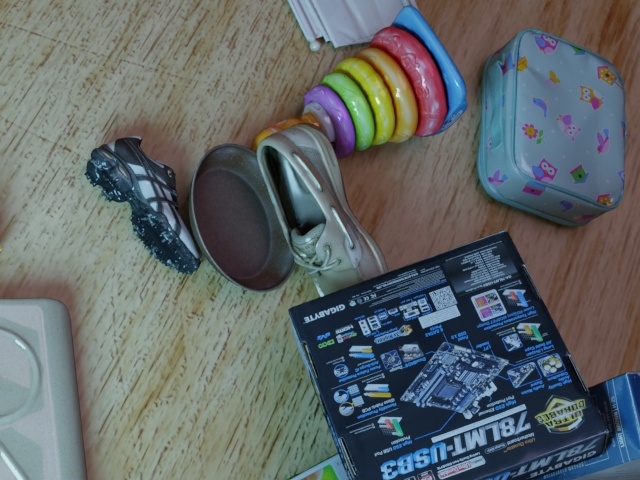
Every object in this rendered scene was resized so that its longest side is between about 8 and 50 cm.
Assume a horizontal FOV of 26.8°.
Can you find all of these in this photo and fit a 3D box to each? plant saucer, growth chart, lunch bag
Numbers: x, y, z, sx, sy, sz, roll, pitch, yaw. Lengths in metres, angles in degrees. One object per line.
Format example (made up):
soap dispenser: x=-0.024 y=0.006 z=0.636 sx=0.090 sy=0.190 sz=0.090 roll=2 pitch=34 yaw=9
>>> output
plant saucer: x=-0.105 y=-0.025 z=1.724 sx=0.198 sy=0.036 sz=0.199 roll=26 pitch=55 yaw=-44
growth chart: x=0.048 y=-0.358 z=1.989 sx=0.237 sy=0.021 sz=0.172 roll=-10 pitch=74 yaw=-32
lunch bag: x=0.344 y=-0.173 z=2.023 sx=0.224 sy=0.108 sz=0.279 roll=16 pitch=62 yaw=-19

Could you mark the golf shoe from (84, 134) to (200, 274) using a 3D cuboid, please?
golf shoe: x=-0.202 y=-0.051 z=1.687 sx=0.094 sy=0.077 sz=0.198 roll=-40 pitch=92 yaw=-35

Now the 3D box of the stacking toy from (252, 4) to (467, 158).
stacking toy: x=0.038 y=-0.179 z=1.845 sx=0.302 sy=0.175 sz=0.166 roll=-27 pitch=81 yaw=-23

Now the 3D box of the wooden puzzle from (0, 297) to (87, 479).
wooden puzzle: x=-0.423 y=0.223 z=1.452 sx=0.347 sy=0.080 sz=0.322 roll=3 pitch=69 yaw=-33

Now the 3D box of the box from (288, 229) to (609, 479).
box: x=0.145 y=0.163 z=1.587 sx=0.295 sy=0.073 sz=0.293 roll=-20 pitch=59 yaw=-6

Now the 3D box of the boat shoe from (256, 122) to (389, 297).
boat shoe: x=0.000 y=0.000 z=1.730 sx=0.098 sy=0.109 sz=0.302 roll=-26 pitch=97 yaw=-52

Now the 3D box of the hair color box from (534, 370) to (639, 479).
hair color box: x=0.348 y=0.255 z=1.696 sx=0.174 sy=0.347 sz=0.105 roll=2 pitch=69 yaw=-29

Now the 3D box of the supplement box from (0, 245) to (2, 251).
supplement box: x=-0.412 y=-0.017 z=1.563 sx=0.036 sy=0.062 sz=0.098 roll=-20 pitch=80 yaw=-32

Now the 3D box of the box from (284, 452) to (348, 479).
box: x=0.084 y=0.357 z=1.645 sx=0.262 sy=0.127 sz=0.231 roll=-21 pitch=79 yaw=-34
